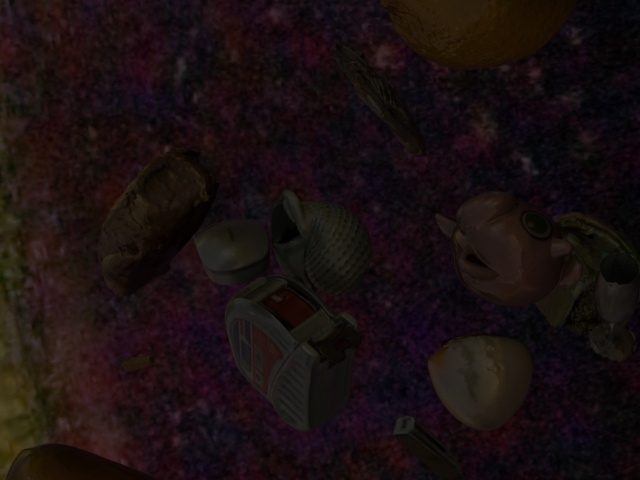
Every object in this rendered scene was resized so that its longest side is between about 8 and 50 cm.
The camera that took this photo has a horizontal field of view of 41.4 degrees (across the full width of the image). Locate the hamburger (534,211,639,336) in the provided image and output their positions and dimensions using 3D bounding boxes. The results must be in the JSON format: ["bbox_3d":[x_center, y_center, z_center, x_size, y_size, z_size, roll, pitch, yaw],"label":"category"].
[{"bbox_3d":[0.494,0.044,1.624,0.288,0.167,0.192,55,138,34],"label":"hamburger"}]

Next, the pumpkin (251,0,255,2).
[{"bbox_3d":[-0.146,-0.484,1.612,0.035,0.073,0.101,-54,19,14],"label":"pumpkin"}]

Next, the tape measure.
[{"bbox_3d":[-0.040,0.167,1.347,0.246,0.125,0.243,41,146,29],"label":"tape measure"}]

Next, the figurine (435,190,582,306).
[{"bbox_3d":[0.195,0.008,0.884,0.125,0.138,0.125,-167,90,-80],"label":"figurine"}]

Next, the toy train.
[{"bbox_3d":[0.251,0.468,1.878,0.055,0.252,0.048,-17,43,34],"label":"toy train"}]

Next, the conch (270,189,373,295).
[{"bbox_3d":[0.010,-0.001,1.447,0.172,0.131,0.200,-20,89,63],"label":"conch"}]

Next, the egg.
[{"bbox_3d":[0.403,0.359,2.101,0.286,0.264,0.174,75,-166,-46],"label":"egg"}]

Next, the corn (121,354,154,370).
[{"bbox_3d":[-0.383,0.254,1.771,0.083,0.027,0.028,-15,89,26],"label":"corn"}]

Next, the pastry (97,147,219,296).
[{"bbox_3d":[-0.231,-0.029,1.191,0.100,0.229,0.218,39,167,2],"label":"pastry"}]

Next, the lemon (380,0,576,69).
[{"bbox_3d":[0.172,-0.275,0.896,0.188,0.256,0.188,37,137,44],"label":"lemon"}]

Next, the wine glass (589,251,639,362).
[{"bbox_3d":[0.429,0.096,1.233,0.074,0.074,0.262,57,176,34],"label":"wine glass"}]

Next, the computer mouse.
[{"bbox_3d":[-0.155,0.001,1.480,0.231,0.128,0.079,-128,25,-62],"label":"computer mouse"}]

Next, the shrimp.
[{"bbox_3d":[0.144,-0.349,2.092,0.085,0.247,0.360,-38,90,16],"label":"shrimp"}]

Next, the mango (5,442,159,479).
[{"bbox_3d":[-0.263,0.348,1.008,0.139,0.254,0.175,-56,15,23],"label":"mango"}]
